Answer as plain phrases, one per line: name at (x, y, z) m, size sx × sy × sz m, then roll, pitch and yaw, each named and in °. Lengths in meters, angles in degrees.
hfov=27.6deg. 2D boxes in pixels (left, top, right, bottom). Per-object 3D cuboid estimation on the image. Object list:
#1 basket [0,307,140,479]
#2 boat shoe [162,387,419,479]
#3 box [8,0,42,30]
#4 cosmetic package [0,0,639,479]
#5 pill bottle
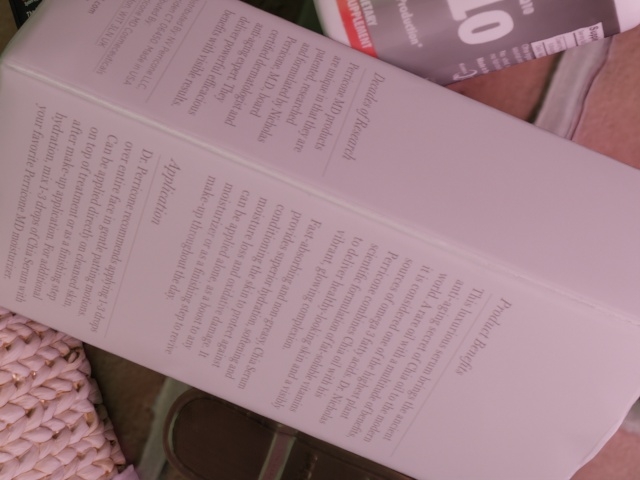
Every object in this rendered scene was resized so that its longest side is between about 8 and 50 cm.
basket at (-0.367, 0.164, 1.006) m, size 0.328 × 0.331 × 0.266 m, roll -18°, pitch 91°, yaw 13°
boat shoe at (0.025, 0.200, 1.013) m, size 0.307 × 0.104 × 0.110 m, roll 34°, pitch 101°, yaw 22°
box at (-0.123, -0.344, 0.910) m, size 0.395 × 0.097 × 0.318 m, roll -10°, pitch 96°, yaw 47°
cosmetic package at (0.000, 0.000, 0.914) m, size 0.453 × 0.161 × 0.230 m, roll 23°, pitch 134°, yaw -2°
pill bottle at (0.141, -0.210, 0.936) m, size 0.283 × 0.161 × 0.161 m, roll -16°, pitch 94°, yaw 13°
